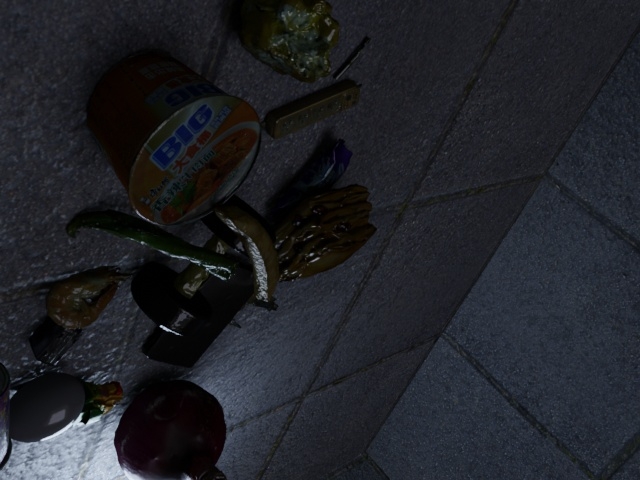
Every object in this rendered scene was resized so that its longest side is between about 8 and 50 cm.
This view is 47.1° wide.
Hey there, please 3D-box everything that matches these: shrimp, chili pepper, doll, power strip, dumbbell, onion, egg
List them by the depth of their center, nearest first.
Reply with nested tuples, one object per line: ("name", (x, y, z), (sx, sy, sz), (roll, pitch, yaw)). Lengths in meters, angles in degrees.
("chili pepper", (-0.346, 0.006, 1.551), (0.085, 0.359, 0.076), (128, -22, -61))
("shrimp", (-0.511, 0.122, 1.631), (0.217, 0.051, 0.115), (-29, 109, -46))
("dumbbell", (-0.276, 0.049, 1.733), (0.322, 0.204, 0.204), (-49, 152, 7))
("egg", (-0.658, 0.398, 1.747), (0.198, 0.146, 0.146), (-28, 149, -16))
("power strip", (-0.010, -0.319, 1.767), (0.305, 0.044, 0.064), (-29, 147, -29))
("doll", (-0.600, 0.422, 1.900), (0.186, 0.106, 0.134), (-12, 144, -46))
("onion", (-0.399, 0.597, 2.121), (0.347, 0.385, 0.348), (-24, 130, -33))
("shrimp", (-0.213, 0.204, 2.199), (0.150, 0.051, 0.217), (-48, 145, 12))

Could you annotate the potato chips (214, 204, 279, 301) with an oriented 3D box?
("potato chips", (-0.142, 0.022, 1.595), (0.080, 0.057, 0.407), (-45, 155, -16))

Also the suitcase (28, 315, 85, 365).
("suitcase", (-0.594, 0.212, 1.650), (0.126, 0.086, 0.059), (-47, 137, 4))

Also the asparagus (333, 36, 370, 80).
("asparagus", (0.077, -0.435, 1.758), (0.127, 0.018, 0.015), (-48, 178, 7))

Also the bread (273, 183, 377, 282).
("bread", (0.000, 0.000, 2.019), (0.277, 0.167, 0.324), (-18, 158, -43))

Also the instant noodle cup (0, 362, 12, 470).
("instant noodle cup", (-0.745, 0.350, 1.488), (0.251, 0.251, 0.190), (-10, 127, -48))

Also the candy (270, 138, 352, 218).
("candy", (-0.017, -0.156, 1.954), (0.275, 0.070, 0.145), (-47, 160, 10))

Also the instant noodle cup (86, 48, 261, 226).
("instant noodle cup", (-0.284, -0.203, 1.369), (0.296, 0.214, 0.296), (-33, 151, -22))

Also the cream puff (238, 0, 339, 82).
("cream puff", (-0.061, -0.422, 1.446), (0.195, 0.195, 0.221), (-49, 140, 8))

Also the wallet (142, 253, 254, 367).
("wallet", (-0.323, 0.203, 2.011), (0.197, 0.051, 0.377), (26, 108, -46))
